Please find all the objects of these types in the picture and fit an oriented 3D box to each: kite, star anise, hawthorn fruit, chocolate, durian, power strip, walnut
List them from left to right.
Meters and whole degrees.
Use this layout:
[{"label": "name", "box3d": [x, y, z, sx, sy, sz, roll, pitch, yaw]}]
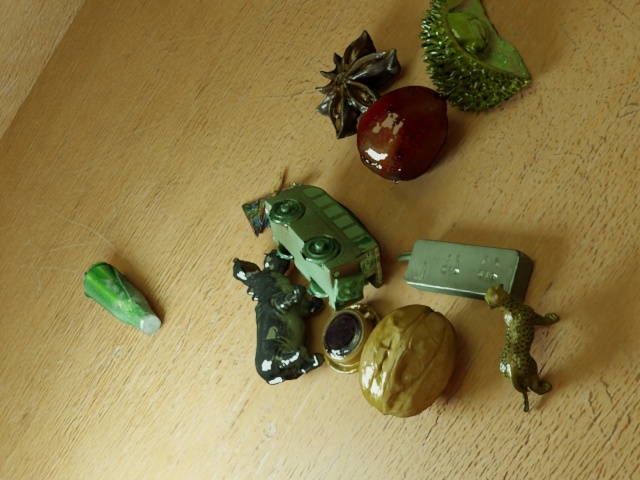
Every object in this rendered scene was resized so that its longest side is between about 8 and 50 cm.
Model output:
[{"label": "chocolate", "box3d": [-0.503, 0.156, 2.183, 0.291, 0.110, 0.110, 30, 91, 44]}, {"label": "kite", "box3d": [-0.127, -0.083, 1.976, 0.241, 0.014, 0.183, -12, 51, 51]}, {"label": "star anise", "box3d": [0.090, -0.339, 1.878, 0.220, 0.099, 0.214, -42, 60, 13]}, {"label": "walnut", "box3d": [0.152, 0.211, 1.489, 0.159, 0.159, 0.206, 19, 82, 47]}, {"label": "hawthorn fruit", "box3d": [0.176, -0.228, 1.672, 0.235, 0.181, 0.181, -48, 44, 14]}, {"label": "power strip", "box3d": [0.245, 0.053, 1.554, 0.288, 0.053, 0.093, 7, 74, 44]}, {"label": "durian", "box3d": [0.293, -0.392, 1.725, 0.170, 0.157, 0.355, -12, 55, -2]}]

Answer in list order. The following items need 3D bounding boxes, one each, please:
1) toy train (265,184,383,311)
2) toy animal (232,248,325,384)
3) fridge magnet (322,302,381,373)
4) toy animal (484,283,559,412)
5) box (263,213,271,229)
[{"label": "toy train", "box3d": [0.000, 0.000, 1.729, 0.159, 0.129, 0.326, -23, 40, -19]}, {"label": "toy animal", "box3d": [-0.084, 0.140, 1.784, 0.168, 0.106, 0.343, -37, 46, 21]}, {"label": "fridge magnet", "box3d": [0.058, 0.188, 1.653, 0.143, 0.063, 0.143, -19, 58, 32]}, {"label": "toy animal", "box3d": [0.314, 0.174, 1.363, 0.073, 0.136, 0.181, -7, 65, 41]}, {"label": "box", "box3d": [-0.089, -0.065, 1.953, 0.083, 0.024, 0.053, -47, 44, 13]}]
